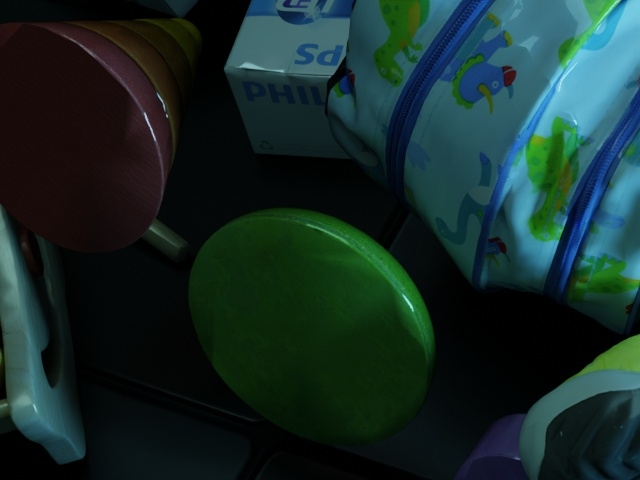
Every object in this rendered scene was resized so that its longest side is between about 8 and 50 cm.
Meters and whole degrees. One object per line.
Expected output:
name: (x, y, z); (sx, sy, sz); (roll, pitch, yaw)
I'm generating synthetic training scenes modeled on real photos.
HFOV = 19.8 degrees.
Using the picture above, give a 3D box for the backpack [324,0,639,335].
backpack: (0.169, -0.125, 0.882); (0.355, 0.290, 0.273); (-22, 67, -20)

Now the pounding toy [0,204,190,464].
pounding toy: (-0.158, -0.007, 0.962); (0.155, 0.154, 0.269); (-16, 50, 2)

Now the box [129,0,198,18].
box: (-0.097, -0.215, 1.143); (0.145, 0.038, 0.186); (-49, 36, -12)

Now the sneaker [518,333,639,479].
sneaker: (0.258, 0.030, 0.839); (0.384, 0.145, 0.147); (-18, 50, -15)

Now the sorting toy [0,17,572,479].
sorting toy: (0.000, 0.000, 0.892); (0.365, 0.127, 0.126); (38, 43, 4)

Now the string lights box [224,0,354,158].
string lights box: (0.047, -0.168, 1.091); (0.133, 0.077, 0.260); (5, 53, 19)
